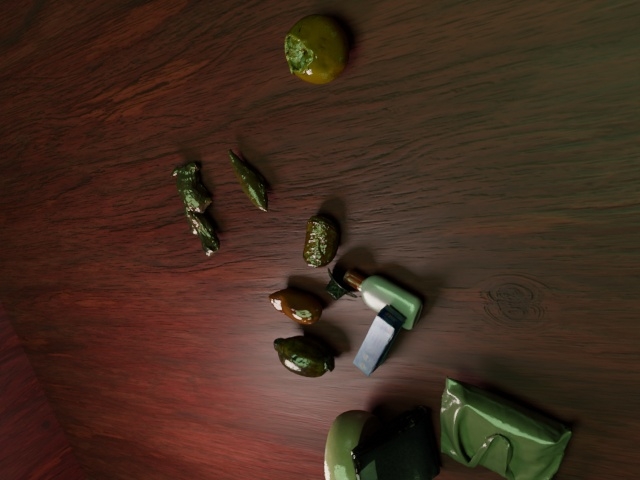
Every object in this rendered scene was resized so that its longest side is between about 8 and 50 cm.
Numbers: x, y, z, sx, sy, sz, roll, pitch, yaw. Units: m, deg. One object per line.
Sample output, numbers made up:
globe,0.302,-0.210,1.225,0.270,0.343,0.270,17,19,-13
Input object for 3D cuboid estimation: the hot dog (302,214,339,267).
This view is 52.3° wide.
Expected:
hot dog,-0.003,0.000,1.747,0.099,0.065,0.147,19,113,31

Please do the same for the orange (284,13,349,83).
orange,-0.010,-0.430,1.471,0.155,0.134,0.154,12,116,27

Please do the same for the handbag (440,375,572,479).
handbag,0.444,0.496,1.633,0.316,0.109,0.253,18,128,24

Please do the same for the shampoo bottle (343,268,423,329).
shampoo bottle,0.160,0.144,1.705,0.221,0.051,0.108,29,133,22

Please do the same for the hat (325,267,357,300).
hat,0.042,0.130,1.766,0.121,0.050,0.121,45,173,7

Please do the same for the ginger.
ginger,-0.372,-0.094,1.993,0.122,0.084,0.290,-10,104,19

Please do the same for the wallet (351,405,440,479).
wallet,0.207,0.603,1.784,0.071,0.262,0.221,21,129,54

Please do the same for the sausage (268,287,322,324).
sausage,-0.069,0.190,1.899,0.179,0.089,0.089,19,124,34

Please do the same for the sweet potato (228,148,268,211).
sweet potato,-0.197,-0.169,1.820,0.068,0.060,0.206,-37,86,7

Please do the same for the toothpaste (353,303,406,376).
toothpaste,0.155,0.273,1.745,0.066,0.053,0.272,40,145,17

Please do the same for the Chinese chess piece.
Chinese chess piece,0.104,0.622,1.865,0.102,0.273,0.273,-3,112,24

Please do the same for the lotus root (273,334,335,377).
lotus root,-0.055,0.344,1.938,0.209,0.120,0.120,17,123,27
